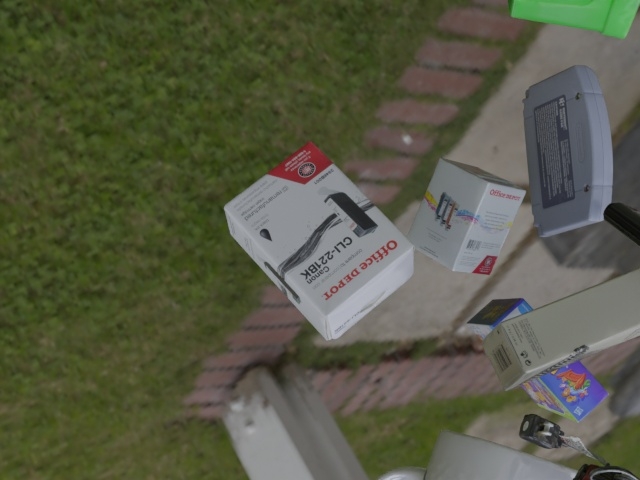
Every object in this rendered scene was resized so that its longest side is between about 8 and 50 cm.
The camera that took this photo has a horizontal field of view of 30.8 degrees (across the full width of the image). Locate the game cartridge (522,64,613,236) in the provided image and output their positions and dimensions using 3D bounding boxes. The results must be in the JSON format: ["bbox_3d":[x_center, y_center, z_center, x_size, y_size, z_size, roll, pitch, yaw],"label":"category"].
[{"bbox_3d":[0.462,-0.166,2.174,0.060,0.294,0.196,1,170,-23],"label":"game cartridge"}]

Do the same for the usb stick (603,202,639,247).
[{"bbox_3d":[0.570,0.007,1.937,0.077,0.278,0.045,6,112,-24],"label":"usb stick"}]

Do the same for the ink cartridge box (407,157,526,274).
[{"bbox_3d":[0.266,-0.044,2.131,0.128,0.127,0.176,9,108,-48],"label":"ink cartridge box"}]

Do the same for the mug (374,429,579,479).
[{"bbox_3d":[0.216,0.470,1.742,0.276,0.374,0.328,39,68,-61],"label":"mug"}]

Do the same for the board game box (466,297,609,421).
[{"bbox_3d":[0.407,0.222,2.240,0.078,0.233,0.347,-41,177,-3],"label":"board game box"}]

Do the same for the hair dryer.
[{"bbox_3d":[0.385,0.343,1.476,0.293,0.223,0.080,38,87,-28],"label":"hair dryer"}]

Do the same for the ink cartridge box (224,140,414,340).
[{"bbox_3d":[0.000,0.000,1.957,0.197,0.273,0.114,-38,159,-14],"label":"ink cartridge box"}]

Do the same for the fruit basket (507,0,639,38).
[{"bbox_3d":[0.431,-0.440,1.524,0.392,0.283,0.392,-5,158,-2],"label":"fruit basket"}]

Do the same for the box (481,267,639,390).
[{"bbox_3d":[0.410,0.145,1.894,0.275,0.094,0.113,-19,162,-16],"label":"box"}]
